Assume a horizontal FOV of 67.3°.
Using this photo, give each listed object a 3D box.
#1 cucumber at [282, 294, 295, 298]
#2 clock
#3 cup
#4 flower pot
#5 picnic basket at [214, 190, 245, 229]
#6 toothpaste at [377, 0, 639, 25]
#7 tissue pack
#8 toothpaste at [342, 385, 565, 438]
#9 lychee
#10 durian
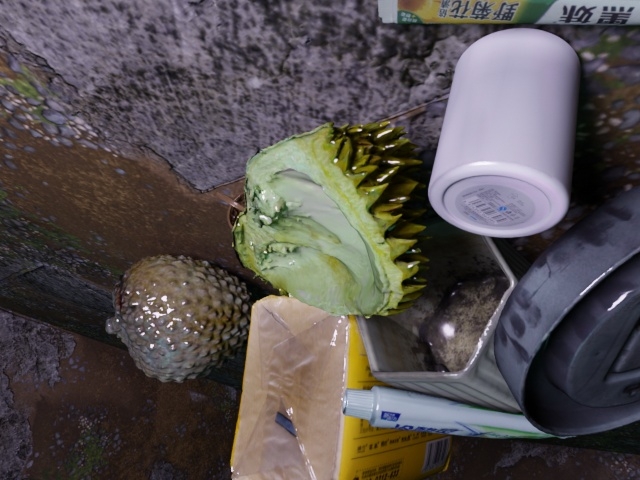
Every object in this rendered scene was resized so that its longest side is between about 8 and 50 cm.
[{"bbox_3d":[-0.046,0.110,0.957,0.048,0.048,0.105,7,158,14],"label":"cucumber"},{"bbox_3d":[0.330,0.077,0.485,0.318,0.066,0.319,-9,127,-12],"label":"clock"},{"bbox_3d":[0.147,-0.072,0.389,0.099,0.133,0.136,8,154,18],"label":"cup"},{"bbox_3d":[0.186,0.103,0.638,0.189,0.239,0.209,33,177,-36],"label":"flower pot"},{"bbox_3d":[-0.102,-0.042,0.641,0.072,0.072,0.083,-4,159,32],"label":"picnic basket"},{"bbox_3d":[0.138,-0.165,0.324,0.204,0.032,0.049,9,154,15],"label":"toothpaste"},{"bbox_3d":[0.060,0.264,0.827,0.228,0.293,0.382,-1,167,37],"label":"tissue pack"},{"bbox_3d":[0.175,0.218,0.590,0.296,0.048,0.075,9,152,-4],"label":"toothpaste"},{"bbox_3d":[-0.266,0.140,0.924,0.274,0.255,0.255,-16,158,-13],"label":"lychee"},{"bbox_3d":[0.002,0.011,0.545,0.198,0.163,0.394,-1,162,-20],"label":"durian"}]
